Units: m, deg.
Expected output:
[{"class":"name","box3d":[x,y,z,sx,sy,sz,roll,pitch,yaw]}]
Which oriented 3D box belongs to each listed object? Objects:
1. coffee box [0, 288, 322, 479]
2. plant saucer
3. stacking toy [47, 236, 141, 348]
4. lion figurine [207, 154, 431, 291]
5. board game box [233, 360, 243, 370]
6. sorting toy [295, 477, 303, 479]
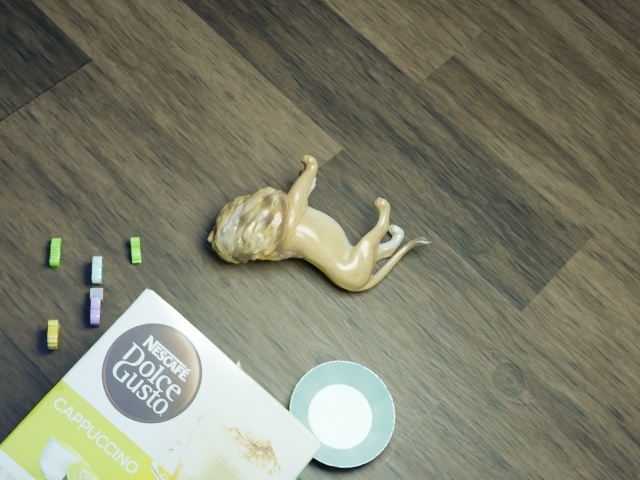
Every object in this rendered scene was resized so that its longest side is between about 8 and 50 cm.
[{"class":"coffee box","box3d":[-0.259,0.313,1.316,0.337,0.338,0.334,43,73,-5]},{"class":"plant saucer","box3d":[0.037,0.318,1.586,0.195,0.037,0.195,4,65,-9]},{"class":"stacking toy","box3d":[-0.413,0.091,1.601,0.167,0.052,0.221,-1,66,-11]},{"class":"lion figurine","box3d":[0.000,0.000,1.671,0.392,0.142,0.240,28,71,-2]},{"class":"board game box","box3d":[-0.168,0.321,1.554,0.126,0.026,0.186,-20,71,-17]},{"class":"sorting toy","box3d":[-0.004,0.544,1.470,0.132,0.046,0.275,3,65,-9]}]
